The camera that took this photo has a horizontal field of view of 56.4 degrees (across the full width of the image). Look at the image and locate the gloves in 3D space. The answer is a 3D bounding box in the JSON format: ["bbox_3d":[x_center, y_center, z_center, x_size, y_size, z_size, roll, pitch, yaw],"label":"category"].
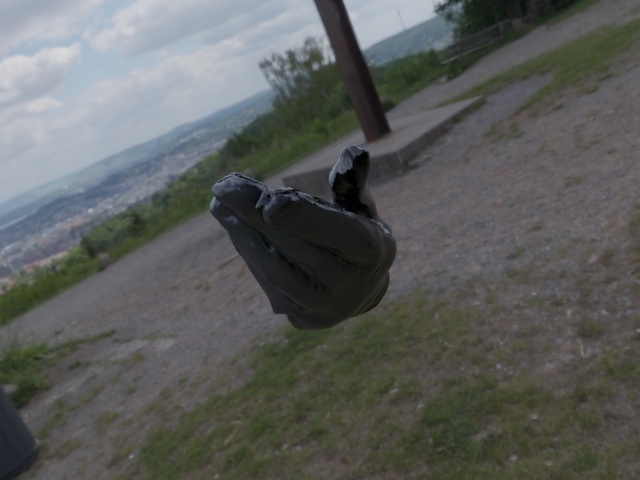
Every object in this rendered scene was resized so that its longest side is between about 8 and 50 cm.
[{"bbox_3d":[0.009,0.006,0.500,0.142,0.119,0.285,-56,-26,-1],"label":"gloves"}]
